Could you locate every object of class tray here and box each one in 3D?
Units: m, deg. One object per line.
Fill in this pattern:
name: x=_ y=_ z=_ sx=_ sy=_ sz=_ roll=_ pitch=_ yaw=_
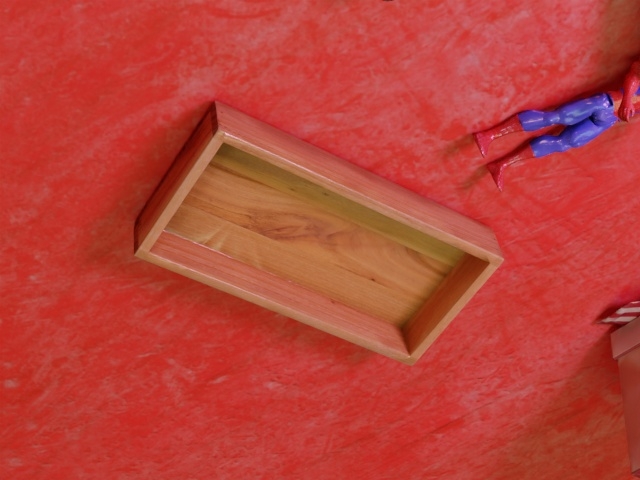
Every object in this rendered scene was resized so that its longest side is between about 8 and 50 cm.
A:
tray: x=0.000 y=0.000 z=1.530 sx=0.410 sy=0.076 sz=0.203 roll=24 pitch=121 yaw=-24

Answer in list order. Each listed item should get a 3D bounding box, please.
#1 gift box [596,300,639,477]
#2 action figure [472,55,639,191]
gift box: x=0.532 y=0.192 z=1.659 sx=0.255 sy=0.258 sz=0.276 roll=26 pitch=139 yaw=-28
action figure: x=0.332 y=-0.127 z=1.450 sx=0.280 sy=0.139 sz=0.091 roll=-26 pitch=128 yaw=8
